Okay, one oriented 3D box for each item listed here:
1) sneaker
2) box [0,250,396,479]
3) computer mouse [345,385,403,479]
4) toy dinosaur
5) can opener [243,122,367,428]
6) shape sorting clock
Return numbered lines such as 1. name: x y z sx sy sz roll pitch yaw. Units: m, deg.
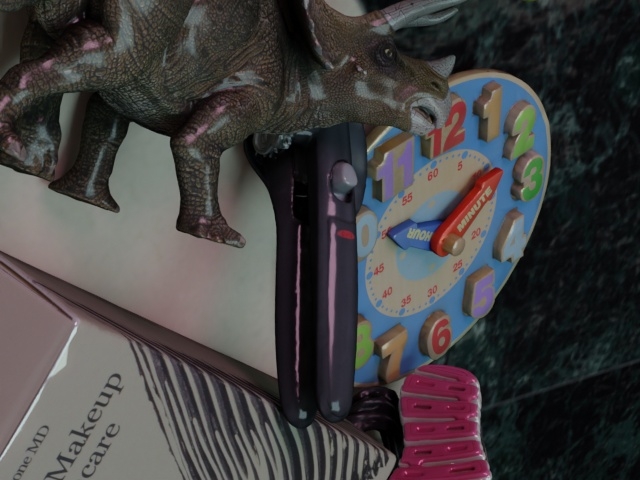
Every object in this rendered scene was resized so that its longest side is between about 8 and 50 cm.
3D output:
1. sneaker: 0.070 0.149 0.911 0.170 0.063 0.074 -82 165 -55
2. box: -0.085 0.102 0.792 0.275 0.094 0.113 29 91 -52
3. computer mouse: -0.019 0.230 0.974 0.272 0.072 0.188 -56 142 -23
4. toy dinosaur: -0.077 -0.095 0.684 0.313 0.121 0.160 26 82 -47
5. can opener: 0.000 0.000 0.789 0.073 0.059 0.186 12 64 -30
6. shape sorting clock: 0.066 -0.003 0.930 0.206 0.040 0.206 -26 131 -34
